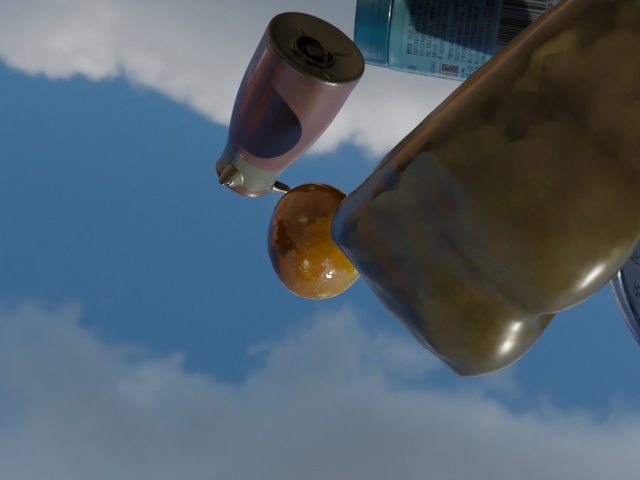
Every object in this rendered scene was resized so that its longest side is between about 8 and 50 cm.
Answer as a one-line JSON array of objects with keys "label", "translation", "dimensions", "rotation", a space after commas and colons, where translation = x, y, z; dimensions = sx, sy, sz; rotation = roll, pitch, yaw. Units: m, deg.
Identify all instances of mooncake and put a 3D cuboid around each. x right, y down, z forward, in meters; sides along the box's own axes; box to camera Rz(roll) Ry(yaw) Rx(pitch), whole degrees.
[{"label": "mooncake", "translation": [0.239, -0.075, 1.691], "dimensions": [0.262, 0.467, 0.467], "rotation": [46, -146, 2]}]

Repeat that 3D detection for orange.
[{"label": "orange", "translation": [0.000, 0.000, 1.996], "dimensions": [0.124, 0.156, 0.156], "rotation": [-2, -156, 21]}]

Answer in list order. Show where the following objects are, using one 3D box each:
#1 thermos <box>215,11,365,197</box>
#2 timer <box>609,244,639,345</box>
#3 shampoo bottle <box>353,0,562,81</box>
[{"label": "thermos", "translation": [-0.051, -0.181, 2.139], "dimensions": [0.146, 0.265, 0.176], "rotation": [43, -139, 13]}, {"label": "timer", "translation": [0.515, 0.070, 2.008], "dimensions": [0.173, 0.395, 0.395], "rotation": [-32, -130, -17]}, {"label": "shampoo bottle", "translation": [0.250, -0.412, 2.386], "dimensions": [0.343, 0.331, 0.331], "rotation": [11, -151, 7]}]
